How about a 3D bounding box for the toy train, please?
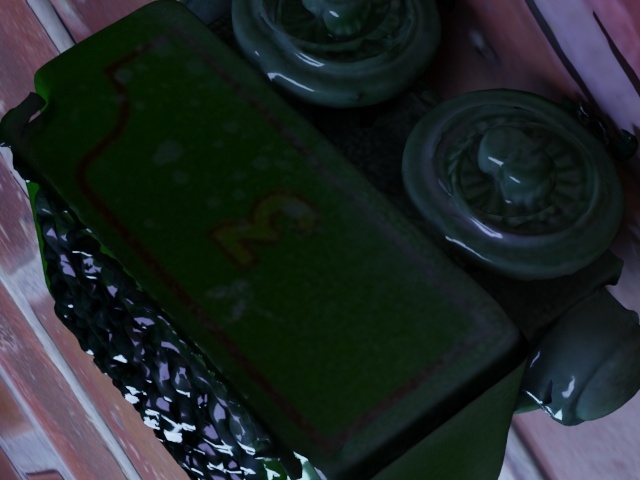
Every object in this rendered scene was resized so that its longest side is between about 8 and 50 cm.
[{"bbox_3d":[0.000,0.000,0.641,0.243,0.188,0.132,46,155,26],"label":"toy train"}]
